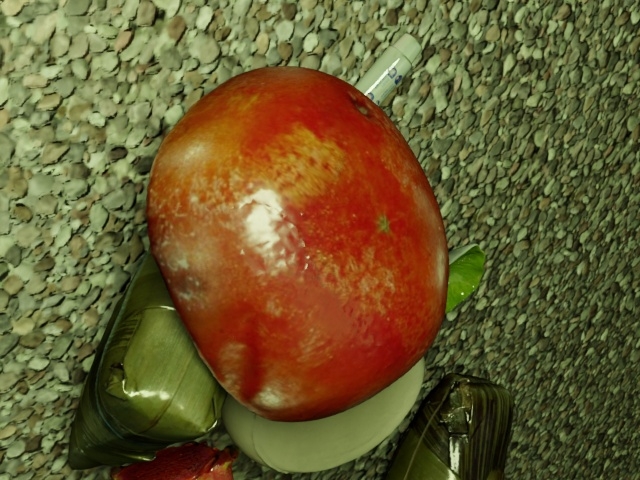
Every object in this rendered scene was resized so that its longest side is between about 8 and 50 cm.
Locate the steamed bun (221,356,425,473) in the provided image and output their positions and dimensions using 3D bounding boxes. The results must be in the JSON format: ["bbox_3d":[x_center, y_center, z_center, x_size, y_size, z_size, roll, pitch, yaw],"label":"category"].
[{"bbox_3d":[-0.008,0.132,1.263,0.231,0.145,0.232,-17,134,-19],"label":"steamed bun"}]

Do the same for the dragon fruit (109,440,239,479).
[{"bbox_3d":[-0.167,0.296,1.241,0.208,0.150,0.133,-56,173,10],"label":"dragon fruit"}]

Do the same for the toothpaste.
[{"bbox_3d":[0.026,-0.124,1.203,0.218,0.033,0.052,-50,140,-1],"label":"toothpaste"}]

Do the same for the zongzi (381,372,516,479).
[{"bbox_3d":[0.196,0.353,1.501,0.154,0.317,0.289,15,107,-30],"label":"zongzi"}]

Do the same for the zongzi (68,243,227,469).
[{"bbox_3d":[-0.154,0.096,1.140,0.125,0.274,0.251,31,59,-13],"label":"zongzi"}]

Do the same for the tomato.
[{"bbox_3d":[0.011,-0.005,1.042,0.338,0.143,0.339,17,66,-43],"label":"tomato"}]

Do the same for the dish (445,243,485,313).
[{"bbox_3d":[0.142,0.051,1.440,0.137,0.039,0.091,-32,141,-24],"label":"dish"}]
